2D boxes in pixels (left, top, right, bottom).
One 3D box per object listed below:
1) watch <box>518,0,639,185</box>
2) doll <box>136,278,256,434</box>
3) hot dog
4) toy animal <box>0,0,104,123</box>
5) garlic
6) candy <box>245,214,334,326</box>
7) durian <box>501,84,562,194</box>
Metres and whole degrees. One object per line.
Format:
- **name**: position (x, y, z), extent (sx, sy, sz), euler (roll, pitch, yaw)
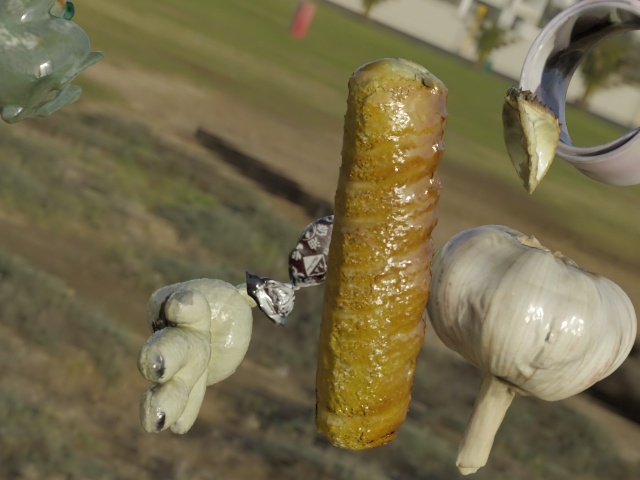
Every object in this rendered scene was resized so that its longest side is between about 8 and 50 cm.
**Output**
- **watch**: position (0.363, -0.188, 2.173), extent (0.231, 0.244, 0.196), euler (-2, -15, 35)
- **doll**: position (-0.187, 0.141, 2.460), extent (0.149, 0.175, 0.278), euler (35, 22, 3)
- **hot dog**: position (0.045, 0.015, 1.320), extent (0.083, 0.289, 0.068), euler (-13, 28, -41)
- **toy animal**: position (-0.337, -0.244, 1.918), extent (0.251, 0.125, 0.127), euler (51, 22, 4)
- **garlic**: position (0.158, 0.104, 1.690), extent (0.199, 0.226, 0.199), euler (23, 11, -5)
- **candy**: position (0.000, 0.000, 2.223), extent (0.094, 0.226, 0.051), euler (38, 3, 5)
- **durian**: position (0.175, -0.093, 1.641), extent (0.052, 0.066, 0.130), euler (15, -33, 21)
